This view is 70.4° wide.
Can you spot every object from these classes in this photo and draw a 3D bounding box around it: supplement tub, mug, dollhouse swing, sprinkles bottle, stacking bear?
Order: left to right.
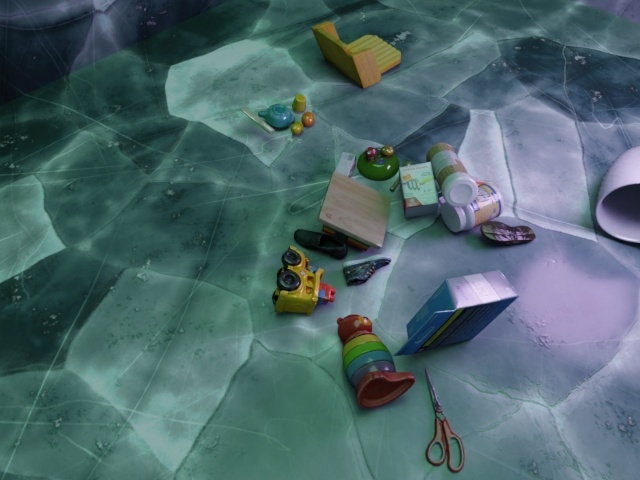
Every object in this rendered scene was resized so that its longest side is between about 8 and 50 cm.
[{"bbox_3d":[0.207,-1.012,2.329,0.305,0.315,0.346,-41,60,0],"label":"dollhouse swing"},{"bbox_3d":[0.139,0.352,1.417,0.176,0.164,0.288,11,35,-29],"label":"stacking bear"},{"bbox_3d":[0.494,-0.260,1.739,0.122,0.121,0.355,-2,33,1],"label":"sprinkles bottle"},{"bbox_3d":[0.582,-0.124,1.743,0.200,0.144,0.144,-23,57,-14],"label":"supplement tub"},{"bbox_3d":[1.199,-0.232,1.656,0.277,0.373,0.328,20,51,22],"label":"mug"}]

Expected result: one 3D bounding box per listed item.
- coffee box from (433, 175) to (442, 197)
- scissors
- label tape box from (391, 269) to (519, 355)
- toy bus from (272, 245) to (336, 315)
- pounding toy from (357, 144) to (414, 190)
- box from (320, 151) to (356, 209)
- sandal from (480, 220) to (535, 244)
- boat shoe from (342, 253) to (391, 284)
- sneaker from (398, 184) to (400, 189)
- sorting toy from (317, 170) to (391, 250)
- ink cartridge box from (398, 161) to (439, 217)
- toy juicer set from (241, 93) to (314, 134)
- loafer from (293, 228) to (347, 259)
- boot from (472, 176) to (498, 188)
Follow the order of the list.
[{"bbox_3d":[0.501,-0.241,1.896,0.184,0.040,0.113,-26,57,-16],"label":"coffee box"},{"bbox_3d":[0.368,0.529,1.362,0.109,0.021,0.296,2,53,7],"label":"scissors"},{"bbox_3d":[0.385,0.220,1.370,0.348,0.249,0.115,-3,50,-30],"label":"label tape box"},{"bbox_3d":[-0.051,0.148,1.588,0.212,0.149,0.220,11,52,-6],"label":"toy bus"},{"bbox_3d":[0.270,-0.345,1.939,0.237,0.110,0.183,36,63,25],"label":"pounding toy"},{"bbox_3d":[0.078,-0.237,1.898,0.067,0.063,0.323,12,56,12],"label":"box"},{"bbox_3d":[0.706,-0.022,1.723,0.220,0.060,0.089,1,59,-14],"label":"sandal"},{"bbox_3d":[0.175,0.109,1.648,0.184,0.065,0.083,-12,56,2],"label":"boat shoe"},{"bbox_3d":[0.374,-0.255,1.902,0.047,0.057,0.119,34,62,27],"label":"sneaker"},{"bbox_3d":[0.122,-0.103,1.737,0.257,0.089,0.255,24,52,-10],"label":"sorting toy"},{"bbox_3d":[0.382,-0.196,1.779,0.128,0.127,0.176,-9,72,8],"label":"ink cartridge box"},{"bbox_3d":[-0.181,-0.563,2.139,0.329,0.089,0.209,-22,69,-23],"label":"toy juicer set"},{"bbox_3d":[0.000,0.000,1.721,0.224,0.078,0.076,22,58,17],"label":"loafer"},{"bbox_3d":[0.651,-0.209,1.862,0.158,0.059,0.084,9,88,-9],"label":"boot"}]
